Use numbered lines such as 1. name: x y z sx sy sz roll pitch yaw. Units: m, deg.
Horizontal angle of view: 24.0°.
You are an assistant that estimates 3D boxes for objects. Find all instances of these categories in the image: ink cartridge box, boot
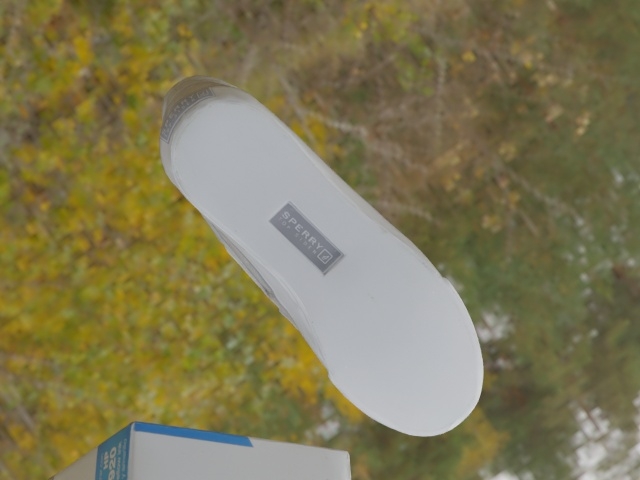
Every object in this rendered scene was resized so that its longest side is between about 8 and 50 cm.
1. ink cartridge box: -0.106 0.245 1.037 0.171 0.168 0.232 12 151 -30
2. boot: 0.000 0.000 0.917 0.095 0.258 0.123 -38 -162 4
